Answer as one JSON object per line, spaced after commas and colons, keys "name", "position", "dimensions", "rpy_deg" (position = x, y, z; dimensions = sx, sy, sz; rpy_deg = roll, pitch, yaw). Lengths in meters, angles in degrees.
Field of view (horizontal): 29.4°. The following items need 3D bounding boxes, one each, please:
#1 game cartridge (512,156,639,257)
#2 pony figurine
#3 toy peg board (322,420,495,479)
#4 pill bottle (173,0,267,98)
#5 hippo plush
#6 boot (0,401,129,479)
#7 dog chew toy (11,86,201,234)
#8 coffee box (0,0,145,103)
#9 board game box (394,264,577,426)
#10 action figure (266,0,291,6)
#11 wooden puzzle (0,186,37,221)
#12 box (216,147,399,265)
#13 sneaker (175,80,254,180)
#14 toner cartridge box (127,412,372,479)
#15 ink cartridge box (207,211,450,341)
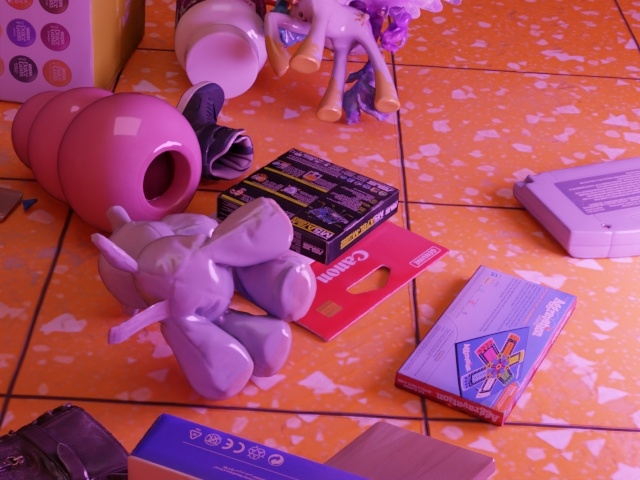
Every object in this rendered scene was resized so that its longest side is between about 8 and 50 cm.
{"name": "game cartridge", "position": [0.468, -0.052, 1.870], "dimensions": [0.294, 0.060, 0.196], "rpy_deg": [-9, 32, -20]}
{"name": "pony figurine", "position": [0.045, -0.377, 2.108], "dimensions": [0.351, 0.303, 0.363], "rpy_deg": [22, 51, -34]}
{"name": "toy peg board", "position": [0.081, 0.284, 1.309], "dimensions": [0.161, 0.079, 0.161], "rpy_deg": [12, 30, 40]}
{"name": "pill bottle", "position": [-0.177, -0.375, 2.181], "dimensions": [0.169, 0.169, 0.301], "rpy_deg": [0, 33, -6]}
{"name": "hippo plush", "position": [-0.177, 0.070, 1.525], "dimensions": [0.294, 0.234, 0.236], "rpy_deg": [-14, 11, -32]}
{"name": "boot", "position": [-0.353, 0.236, 1.323], "dimensions": [0.263, 0.091, 0.229], "rpy_deg": [30, 35, 27]}
{"name": "dog chew toy", "position": [-0.328, -0.132, 1.779], "dimensions": [0.332, 0.206, 0.207], "rpy_deg": [23, 37, 39]}
{"name": "coffee box", "position": [-0.503, -0.463, 2.124], "dimensions": [0.334, 0.337, 0.338], "rpy_deg": [8, 33, 5]}
{"name": "board game box", "position": [0.221, 0.129, 1.587], "dimensions": [0.145, 0.027, 0.281], "rpy_deg": [18, 36, 22]}
{"name": "action figure", "position": [-0.149, -0.510, 2.464], "dimensions": [0.280, 0.091, 0.139], "rpy_deg": [25, 45, 26]}
{"name": "wooden puzzle", "position": [-0.485, -0.054, 1.800], "dimensions": [0.116, 0.014, 0.078], "rpy_deg": [14, 39, 15]}
{"name": "box", "position": [-0.016, -0.051, 1.702], "dimensions": [0.191, 0.045, 0.184], "rpy_deg": [23, 39, 26]}
{"name": "sneaker", "position": [-0.163, -0.173, 1.936], "dimensions": [0.163, 0.086, 0.226], "rpy_deg": [7, 41, 24]}
{"name": "toner cartridge box", "position": [-0.015, 0.297, 1.180], "dimensions": [0.348, 0.165, 0.075], "rpy_deg": [15, 35, 17]}
{"name": "ink cartridge box", "position": [0.000, 0.000, 1.725], "dimensions": [0.261, 0.066, 0.296], "rpy_deg": [25, 39, 30]}
